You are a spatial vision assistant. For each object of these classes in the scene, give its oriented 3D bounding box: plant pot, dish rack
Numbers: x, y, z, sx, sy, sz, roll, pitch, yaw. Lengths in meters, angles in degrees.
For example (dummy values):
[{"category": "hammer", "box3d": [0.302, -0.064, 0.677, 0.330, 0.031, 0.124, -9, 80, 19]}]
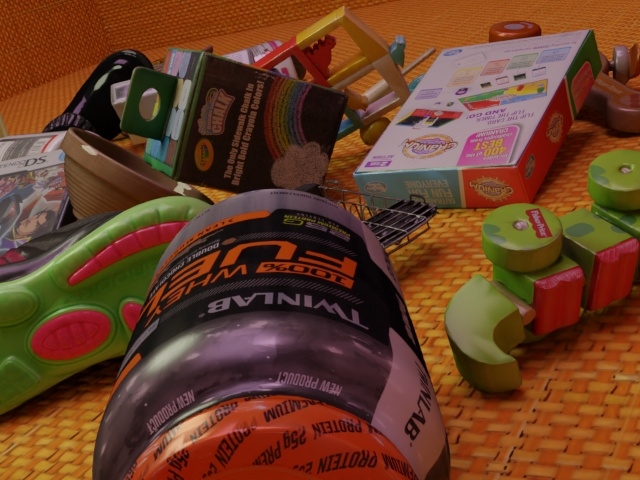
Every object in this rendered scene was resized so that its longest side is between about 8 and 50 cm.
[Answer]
[{"category": "plant pot", "box3d": [-0.278, -0.060, 1.311, 0.237, 0.110, 0.237, 28, 5, -3]}, {"category": "dish rack", "box3d": [0.000, 0.000, 1.075, 0.208, 0.074, 0.271, -30, 26, -33]}]

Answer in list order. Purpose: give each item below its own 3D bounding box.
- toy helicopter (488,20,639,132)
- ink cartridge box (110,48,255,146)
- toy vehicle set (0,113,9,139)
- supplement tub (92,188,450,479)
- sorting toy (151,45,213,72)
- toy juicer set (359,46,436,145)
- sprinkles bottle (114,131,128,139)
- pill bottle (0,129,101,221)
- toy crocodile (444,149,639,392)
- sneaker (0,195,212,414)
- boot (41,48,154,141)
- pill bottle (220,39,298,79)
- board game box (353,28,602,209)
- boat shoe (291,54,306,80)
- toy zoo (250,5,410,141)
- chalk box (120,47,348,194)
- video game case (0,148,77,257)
[{"category": "toy helicopter", "box3d": [0.418, -0.239, 1.386, 0.235, 0.140, 0.355, -10, 29, -13]}, {"category": "ink cartridge box", "box3d": [-0.238, -0.242, 1.770, 0.275, 0.239, 0.060, -14, 56, 2]}, {"category": "toy vehicle set", "box3d": [-0.769, -0.229, 1.970, 0.166, 0.267, 0.035, -27, 23, -33]}, {"category": "supplement tub", "box3d": [-0.030, 0.105, 0.601, 0.207, 0.207, 0.338, -14, 20, 2]}, {"category": "sorting toy", "box3d": [-0.359, -0.392, 2.096, 0.229, 0.041, 0.307, -14, 18, 15]}, {"category": "toy juicer set", "box3d": [0.162, -0.218, 1.543, 0.209, 0.089, 0.329, -30, 26, 3]}, {"category": "sprinkles bottle", "box3d": [-0.359, -0.333, 2.163, 0.355, 0.121, 0.121, -11, 20, 12]}, {"category": "pill bottle", "box3d": [-0.498, -0.107, 1.594, 0.283, 0.161, 0.161, 2, 26, 40]}, {"category": "toy crocodile", "box3d": [0.240, 0.012, 0.799, 0.340, 0.115, 0.105, -27, 41, -24]}, {"category": "sneaker", "box3d": [-0.319, 0.083, 0.991, 0.482, 0.185, 0.202, -14, 1, -6]}, {"category": "boot", "box3d": [-0.478, -0.229, 1.832, 0.348, 0.131, 0.260, -48, 10, 13]}, {"category": "pill bottle", "box3d": [-0.196, -0.312, 1.929, 0.283, 0.160, 0.160, -19, 20, -10]}, {"category": "board game box", "box3d": [0.219, -0.167, 1.242, 0.242, 0.064, 0.316, 1, 42, 38]}, {"category": "boat shoe", "box3d": [-0.189, -0.412, 2.288, 0.302, 0.109, 0.098, -16, 13, -21]}, {"category": "toy zoo", "box3d": [0.009, -0.246, 1.442, 0.293, 0.192, 0.030, -28, 38, 24]}, {"category": "chalk box", "box3d": [-0.141, -0.168, 1.293, 0.289, 0.180, 0.179, 13, 7, -26]}, {"category": "video game case", "box3d": [-0.477, -0.021, 1.356, 0.248, 0.035, 0.275, -8, 48, 18]}]
